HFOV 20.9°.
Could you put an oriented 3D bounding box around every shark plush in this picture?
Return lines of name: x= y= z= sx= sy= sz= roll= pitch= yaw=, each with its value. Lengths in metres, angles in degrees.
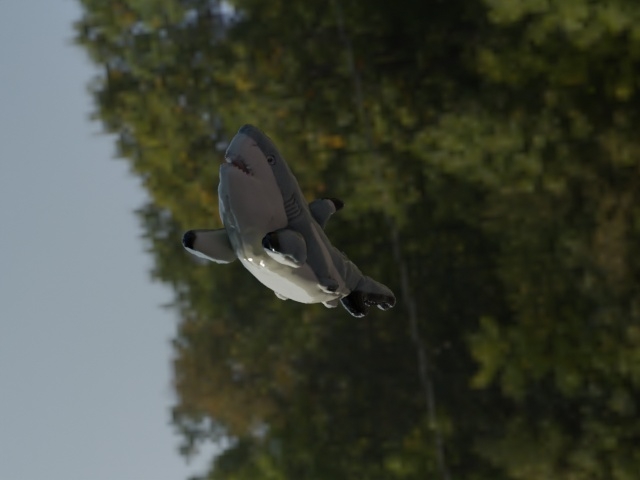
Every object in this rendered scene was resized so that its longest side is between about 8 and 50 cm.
shark plush: x=0.000 y=0.000 z=0.988 sx=0.161 sy=0.073 sz=0.067 roll=31 pitch=-113 yaw=-31
